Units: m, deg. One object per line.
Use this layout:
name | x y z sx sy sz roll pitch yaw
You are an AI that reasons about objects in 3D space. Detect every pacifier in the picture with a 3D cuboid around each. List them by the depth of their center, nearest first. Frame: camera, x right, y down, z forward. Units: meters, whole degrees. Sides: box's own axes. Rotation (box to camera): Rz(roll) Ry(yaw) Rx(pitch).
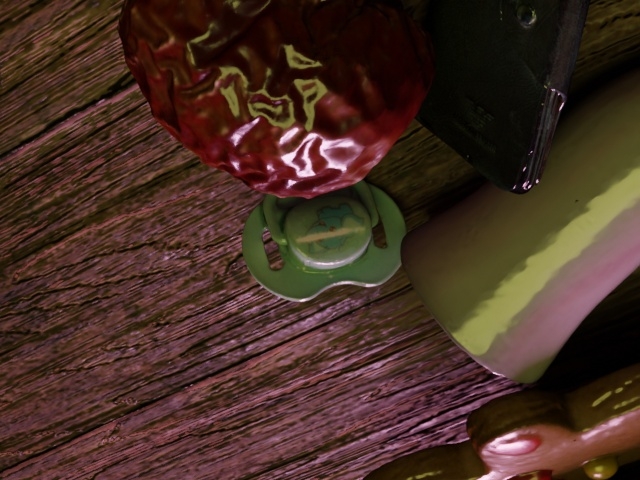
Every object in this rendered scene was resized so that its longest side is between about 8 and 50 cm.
pacifier | 0.000 0.000 1.158 0.150 0.126 0.116 -18 163 -11

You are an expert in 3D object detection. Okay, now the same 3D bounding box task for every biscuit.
biscuit | 0.236 0.197 1.180 0.432 0.064 0.283 -22 151 14

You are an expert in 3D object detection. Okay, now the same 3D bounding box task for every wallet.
wallet | 0.142 -0.197 0.965 0.045 0.172 0.318 -11 131 -27

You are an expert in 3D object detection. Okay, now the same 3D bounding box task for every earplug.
earplug | 0.228 -0.040 1.059 0.172 0.172 0.301 37 115 -16

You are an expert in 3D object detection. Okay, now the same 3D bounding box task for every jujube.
jujube | -0.036 -0.142 0.986 0.232 0.213 0.213 36 121 -7
